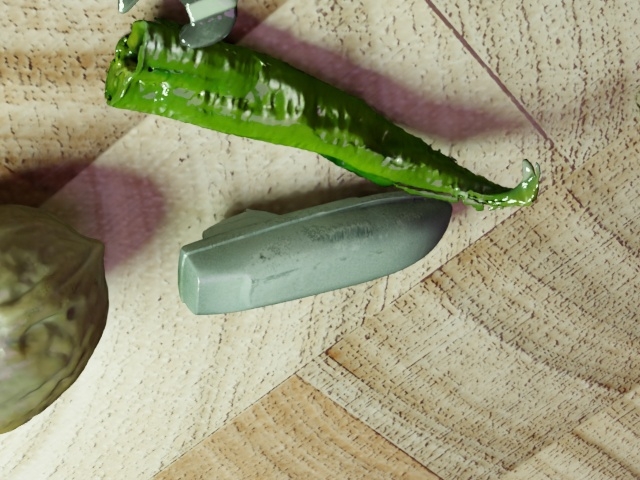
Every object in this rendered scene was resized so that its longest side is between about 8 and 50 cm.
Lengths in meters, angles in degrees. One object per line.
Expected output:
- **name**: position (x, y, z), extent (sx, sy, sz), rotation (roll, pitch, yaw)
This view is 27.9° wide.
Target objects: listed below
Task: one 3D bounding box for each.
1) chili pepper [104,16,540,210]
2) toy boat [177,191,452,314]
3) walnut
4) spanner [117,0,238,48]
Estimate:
- **chili pepper**: position (0.009, -0.092, 1.020), extent (0.359, 0.076, 0.085), rotation (16, 128, -22)
- **toy boat**: position (0.000, 0.000, 1.107), extent (0.260, 0.085, 0.078), rotation (-14, 135, -22)
- **walnut**: position (-0.269, 0.063, 1.006), extent (0.230, 0.178, 0.178), rotation (-31, 134, -4)
- **spanner**: position (-0.066, -0.276, 0.849), extent (0.087, 0.024, 0.316), rotation (11, 119, -14)
